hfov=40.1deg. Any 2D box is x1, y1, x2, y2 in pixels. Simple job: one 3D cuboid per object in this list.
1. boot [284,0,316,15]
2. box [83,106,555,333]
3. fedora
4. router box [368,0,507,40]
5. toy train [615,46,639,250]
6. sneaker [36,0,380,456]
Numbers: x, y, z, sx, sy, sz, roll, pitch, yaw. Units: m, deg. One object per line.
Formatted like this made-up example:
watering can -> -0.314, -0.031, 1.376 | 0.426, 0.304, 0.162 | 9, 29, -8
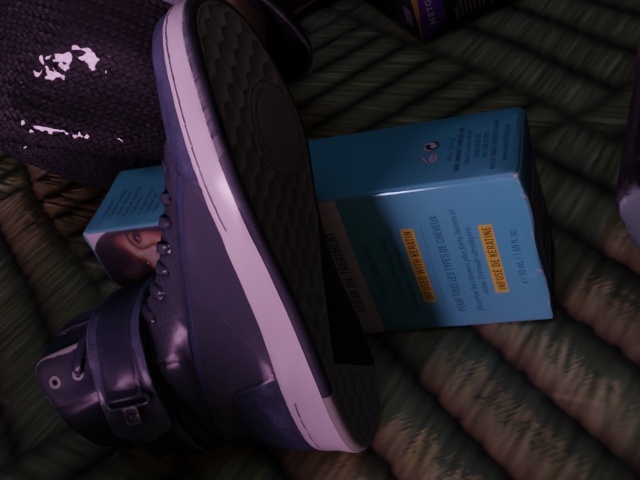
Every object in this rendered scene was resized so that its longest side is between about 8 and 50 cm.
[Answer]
boot -> -0.147, -0.259, 0.910 | 0.295, 0.104, 0.211 | -23, 35, -8
box -> 0.000, 0.000, 0.493 | 0.244, 0.100, 0.060 | -7, 39, 21
fedora -> -0.179, -0.127, 0.679 | 0.334, 0.334, 0.152 | 8, 79, 36
router box -> 0.135, -0.323, 0.858 | 0.243, 0.081, 0.309 | -25, 35, -5
toy train -> 0.257, -0.122, 0.417 | 0.190, 0.142, 0.333 | 3, 70, 33
sneaker -> -0.078, 0.008, 0.425 | 0.163, 0.226, 0.086 | -8, 18, 25
